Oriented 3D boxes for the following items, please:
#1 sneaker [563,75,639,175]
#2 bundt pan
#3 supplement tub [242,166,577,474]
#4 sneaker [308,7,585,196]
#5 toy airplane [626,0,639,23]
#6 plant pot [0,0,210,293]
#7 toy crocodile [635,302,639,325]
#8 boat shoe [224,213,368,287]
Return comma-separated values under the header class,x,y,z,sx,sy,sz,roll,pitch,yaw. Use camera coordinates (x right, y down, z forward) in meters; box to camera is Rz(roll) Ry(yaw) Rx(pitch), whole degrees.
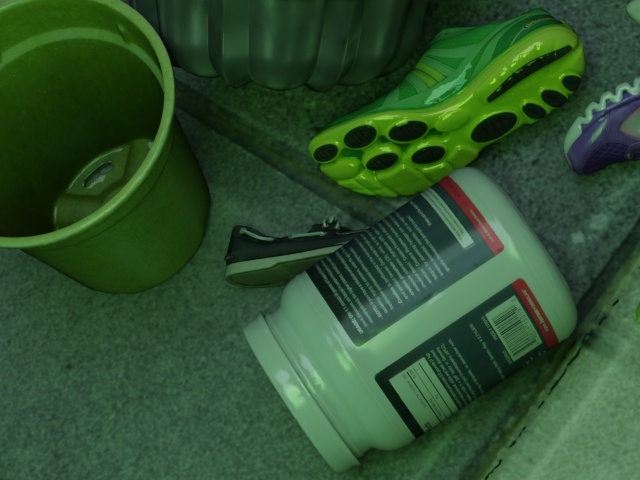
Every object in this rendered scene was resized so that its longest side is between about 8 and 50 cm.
class,x,y,z,sx,sy,sz,roll,pitch,yaw
sneaker,0.354,-0.113,1.838,0.236,0.095,0.104,-24,69,4
bundt pan,-0.045,-0.238,1.920,0.331,0.331,0.124,16,113,23
supplement tub,0.084,0.075,1.773,0.272,0.191,0.191,-33,61,0
sneaker,0.128,-0.140,1.926,0.295,0.109,0.123,-25,32,10
toy airplane,0.411,-0.331,1.822,0.386,0.272,0.384,-22,77,-41
plant pot,-0.233,-0.073,1.903,0.276,0.254,0.276,-7,65,15
toy crocodile,0.430,0.131,1.698,0.340,0.105,0.115,30,119,26
boat shoe,0.000,0.000,1.901,0.206,0.075,0.065,-9,67,18
